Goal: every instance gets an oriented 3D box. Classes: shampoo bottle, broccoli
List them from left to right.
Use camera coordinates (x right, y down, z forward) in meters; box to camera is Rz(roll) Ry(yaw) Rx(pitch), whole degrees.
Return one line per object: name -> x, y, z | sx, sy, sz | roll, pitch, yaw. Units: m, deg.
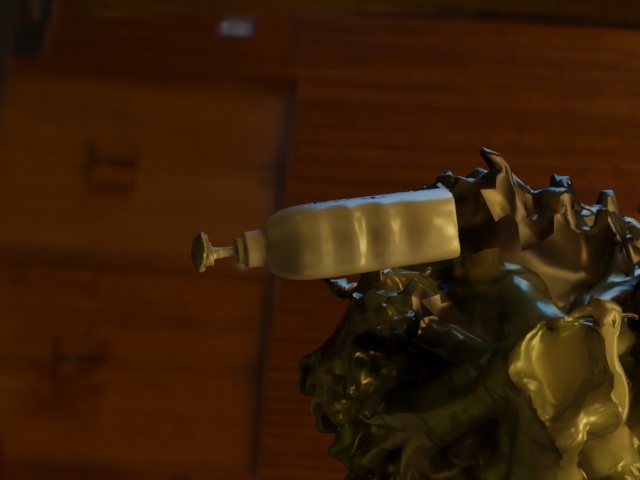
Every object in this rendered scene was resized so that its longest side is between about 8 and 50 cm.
shampoo bottle -> 0.000, 0.000, 1.126 | 0.077, 0.152, 0.045 | -161, -118, -80
broccoli -> 0.131, 0.106, 1.275 | 0.281, 0.293, 0.348 | 99, -4, -73
